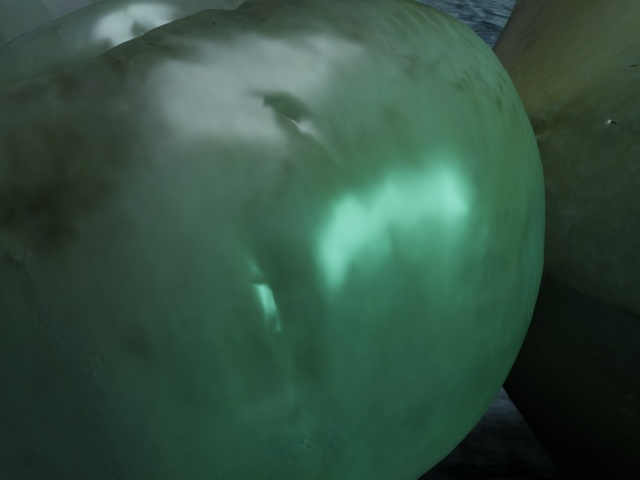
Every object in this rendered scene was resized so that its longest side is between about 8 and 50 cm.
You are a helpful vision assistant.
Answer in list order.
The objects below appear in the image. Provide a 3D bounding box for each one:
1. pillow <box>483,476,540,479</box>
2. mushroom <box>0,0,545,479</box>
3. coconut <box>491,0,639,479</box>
[{"bbox_3d":[0.120,0.150,0.492,0.270,0.067,0.173,21,26,32],"label":"pillow"},{"bbox_3d":[-0.071,-0.011,0.477,0.260,0.234,0.254,-22,-1,-15],"label":"mushroom"},{"bbox_3d":[0.205,-0.003,0.624,0.352,0.352,0.352,9,18,-3],"label":"coconut"}]
